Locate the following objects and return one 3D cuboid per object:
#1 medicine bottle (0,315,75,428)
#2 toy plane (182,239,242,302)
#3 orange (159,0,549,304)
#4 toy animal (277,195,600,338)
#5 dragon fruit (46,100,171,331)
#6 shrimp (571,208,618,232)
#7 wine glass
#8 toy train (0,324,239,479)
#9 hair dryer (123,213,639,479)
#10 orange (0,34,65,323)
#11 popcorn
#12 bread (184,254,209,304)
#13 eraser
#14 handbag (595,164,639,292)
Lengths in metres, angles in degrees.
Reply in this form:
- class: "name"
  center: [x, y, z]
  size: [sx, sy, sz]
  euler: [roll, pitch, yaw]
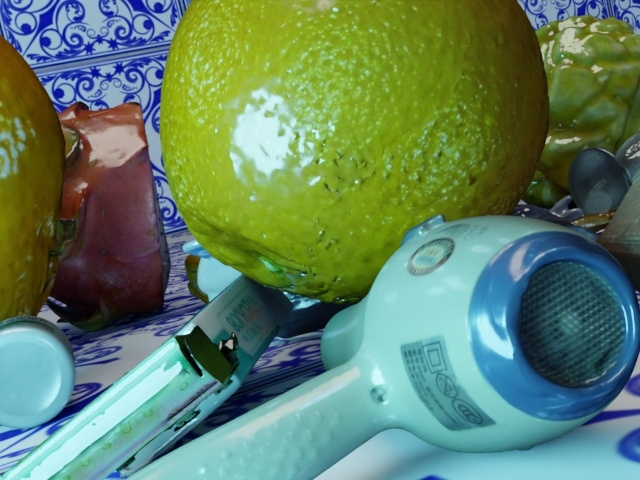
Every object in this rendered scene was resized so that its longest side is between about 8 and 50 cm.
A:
- class: "medicine bottle"
  center: [-0.243, 0.103, 0.843]
  size: [0.080, 0.080, 0.130]
  euler: [-14, 7, -13]
- class: "toy plane"
  center: [-0.001, -0.005, 0.963]
  size: [0.267, 0.123, 0.267]
  euler: [-13, -23, -6]
- class: "orange"
  center: [0.020, -0.089, 0.714]
  size: [0.274, 0.274, 0.274]
  euler: [-13, 6, 1]
- class: "toy animal"
  center: [0.131, 0.017, 0.832]
  size: [0.206, 0.081, 0.367]
  euler: [-16, 2, -41]
- class: "dragon fruit"
  center: [-0.298, -0.030, 1.280]
  size: [0.189, 0.291, 0.290]
  euler: [-10, 4, -17]
- class: "shrimp"
  center: [0.277, -0.016, 1.120]
  size: [0.114, 0.023, 0.083]
  euler: [-17, 3, -2]
- class: "wine glass"
  center: [0.392, -0.087, 1.209]
  size: [0.202, 0.093, 0.093]
  euler: [-16, 7, -31]
- class: "toy train"
  center: [-0.102, 0.096, 0.530]
  size: [0.148, 0.038, 0.071]
  euler: [-39, -5, 10]
- class: "hair dryer"
  center: [0.002, 0.080, 0.541]
  size: [0.298, 0.119, 0.296]
  euler: [-25, -1, 4]
- class: "orange"
  center: [-0.406, -0.030, 0.976]
  size: [0.326, 0.424, 0.424]
  euler: [19, 2, -8]
- class: "popcorn"
  center: [0.349, -0.169, 1.386]
  size: [0.282, 0.247, 0.282]
  euler: [-2, -3, 0]
- class: "bread"
  center: [-0.084, 0.034, 1.183]
  size: [0.116, 0.077, 0.200]
  euler: [-14, 7, -20]
- class: "eraser"
  center: [-0.081, 0.079, 0.699]
  size: [0.095, 0.052, 0.225]
  euler: [-41, 1, 10]
- class: "handbag"
  center: [0.214, 0.015, 0.403]
  size: [0.072, 0.151, 0.193]
  euler: [-58, 13, -9]
